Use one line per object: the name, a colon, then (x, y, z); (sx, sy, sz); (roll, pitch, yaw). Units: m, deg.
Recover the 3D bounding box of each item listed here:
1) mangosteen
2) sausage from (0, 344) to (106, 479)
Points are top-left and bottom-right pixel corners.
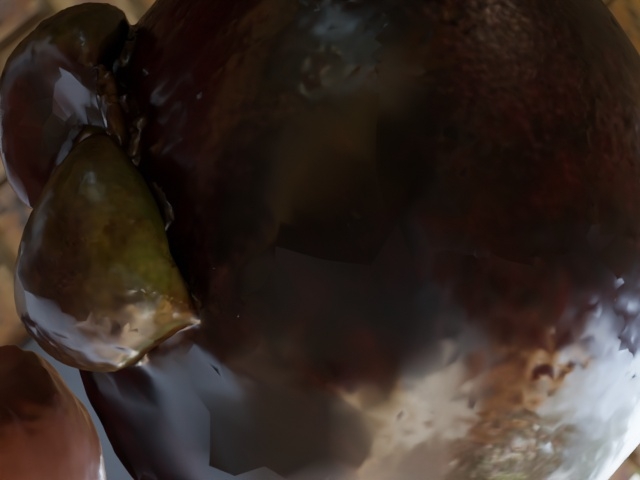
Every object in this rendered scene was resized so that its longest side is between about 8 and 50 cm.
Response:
mangosteen: (0.000, 0.000, 0.383); (0.152, 0.152, 0.152); (40, -22, 20)
sausage: (-0.087, 0.117, 0.445); (0.077, 0.077, 0.194); (27, -58, 43)
